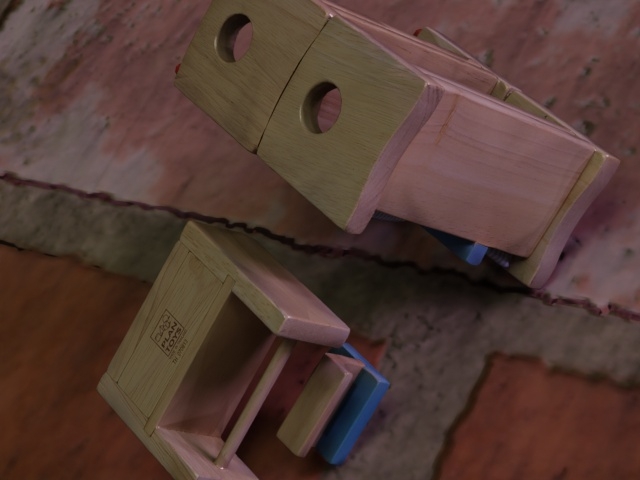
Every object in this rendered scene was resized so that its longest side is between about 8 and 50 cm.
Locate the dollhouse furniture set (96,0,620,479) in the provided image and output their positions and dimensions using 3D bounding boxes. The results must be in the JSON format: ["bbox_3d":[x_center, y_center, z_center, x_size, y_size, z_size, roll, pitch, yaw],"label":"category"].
[{"bbox_3d":[0.000,0.000,0.785,0.129,0.129,0.184,42,108,41],"label":"dollhouse furniture set"}]
